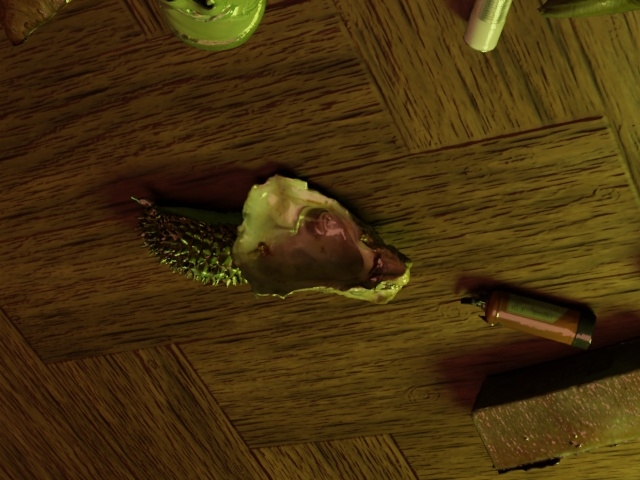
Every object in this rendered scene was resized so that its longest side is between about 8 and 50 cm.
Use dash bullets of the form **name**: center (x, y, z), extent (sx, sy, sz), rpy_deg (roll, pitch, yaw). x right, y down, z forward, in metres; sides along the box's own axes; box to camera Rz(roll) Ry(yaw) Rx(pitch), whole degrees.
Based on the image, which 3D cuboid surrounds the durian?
- **durian**: center (-0.153, 0.015, 1.860), extent (0.220, 0.095, 0.137), rpy_deg (14, 136, 9)

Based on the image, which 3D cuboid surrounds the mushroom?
- **mushroom**: center (-0.330, -0.306, 1.624), extent (0.210, 0.072, 0.094), rpy_deg (-25, 112, 36)

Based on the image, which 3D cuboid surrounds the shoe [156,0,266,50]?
- **shoe**: center (-0.141, -0.300, 1.472), extent (0.140, 0.128, 0.262), rpy_deg (23, 141, 14)

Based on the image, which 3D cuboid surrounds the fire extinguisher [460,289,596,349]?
- **fire extinguisher**: center (0.273, 0.100, 1.830), extent (0.177, 0.050, 0.062), rpy_deg (15, 174, 6)

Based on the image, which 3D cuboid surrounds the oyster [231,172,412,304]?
- **oyster**: center (0.004, 0.016, 1.791), extent (0.233, 0.161, 0.107), rpy_deg (16, 178, 5)

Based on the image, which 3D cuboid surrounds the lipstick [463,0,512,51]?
- **lipstick**: center (0.192, -0.271, 1.502), extent (0.040, 0.040, 0.141), rpy_deg (18, 135, 1)

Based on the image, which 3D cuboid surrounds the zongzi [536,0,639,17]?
- **zongzi**: center (0.307, -0.334, 1.348), extent (0.274, 0.125, 0.251), rpy_deg (-5, 132, 30)

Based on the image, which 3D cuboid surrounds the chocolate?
- **chocolate**: center (0.353, 0.218, 1.878), extent (0.321, 0.112, 0.112), rpy_deg (-20, 115, 34)
